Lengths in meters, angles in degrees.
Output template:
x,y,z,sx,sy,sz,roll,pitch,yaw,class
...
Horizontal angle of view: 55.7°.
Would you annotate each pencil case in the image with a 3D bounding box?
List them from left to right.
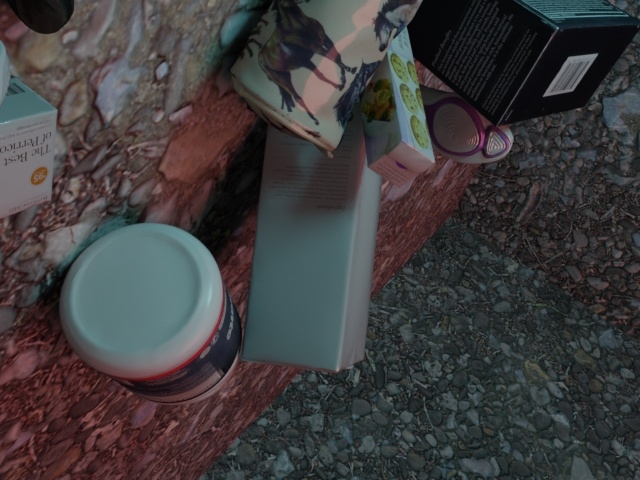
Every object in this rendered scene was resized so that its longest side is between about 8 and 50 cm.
x,y,z,sx,sy,sz,roll,pitch,yaw,class
0.058,-0.309,0.746,0.410,0.160,0.183,-55,154,4,pencil case

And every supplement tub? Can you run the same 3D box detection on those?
x,y,z,sx,sy,sz,roll,pitch,yaw,class
-0.209,0.113,0.812,0.191,0.191,0.272,-48,164,-18,supplement tub

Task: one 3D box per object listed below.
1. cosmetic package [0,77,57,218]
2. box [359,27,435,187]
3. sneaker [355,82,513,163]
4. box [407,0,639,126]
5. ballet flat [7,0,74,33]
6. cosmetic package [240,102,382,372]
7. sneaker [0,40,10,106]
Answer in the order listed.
x,y,z,sx,sy,sz,roll,pitch,yaw,class
-0.310,-0.041,0.435,0.239,0.060,0.099,-35,157,-49,cosmetic package
0.095,-0.218,0.849,0.063,0.067,0.324,-35,-139,35,box
0.206,-0.236,1.096,0.152,0.305,0.114,-40,150,-55,sneaker
0.319,-0.363,1.033,0.296,0.294,0.183,-17,146,-38,box
-0.207,-0.223,0.407,0.057,0.049,0.173,-11,143,-18,ballet flat
0.000,0.000,0.946,0.217,0.156,0.385,30,67,-74,cosmetic package
-0.279,-0.107,0.308,0.268,0.101,0.153,-54,158,-50,sneaker
